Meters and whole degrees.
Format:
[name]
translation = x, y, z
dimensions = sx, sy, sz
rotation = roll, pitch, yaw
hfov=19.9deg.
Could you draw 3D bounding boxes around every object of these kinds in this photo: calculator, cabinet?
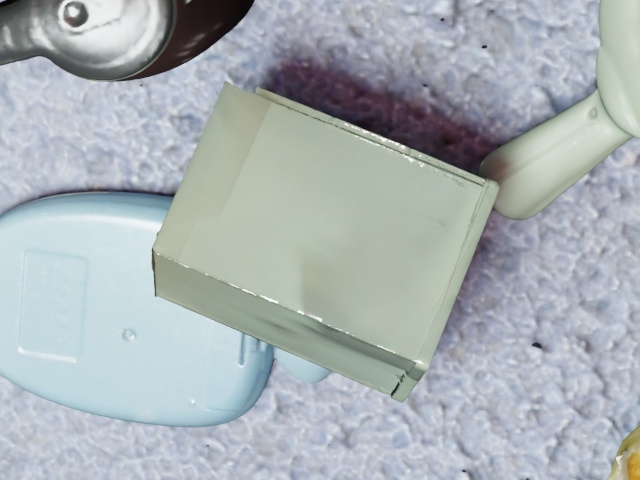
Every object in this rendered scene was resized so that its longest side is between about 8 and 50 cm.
[calculator]
translation = -0.135, 0.056, 1.439
dimensions = 0.303, 0.042, 0.188
rotation = 7, 106, 6
[cabinet]
translation = 0.000, 0.000, 1.324
dimensions = 0.206, 0.145, 0.150
rotation = 23, 75, 2

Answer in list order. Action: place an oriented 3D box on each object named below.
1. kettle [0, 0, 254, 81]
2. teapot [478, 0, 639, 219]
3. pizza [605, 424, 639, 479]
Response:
[kettle]
translation = -0.152, -0.180, 1.272
dimensions = 0.202, 0.232, 0.144
rotation = -11, 104, 12
[teapot]
translation = 0.249, -0.133, 1.276
dimensions = 0.318, 0.149, 0.219
rotation = -3, 84, 26
[pizza]
translation = 0.298, 0.160, 1.396
dimensions = 0.188, 0.080, 0.204
rotation = 4, 98, -17
